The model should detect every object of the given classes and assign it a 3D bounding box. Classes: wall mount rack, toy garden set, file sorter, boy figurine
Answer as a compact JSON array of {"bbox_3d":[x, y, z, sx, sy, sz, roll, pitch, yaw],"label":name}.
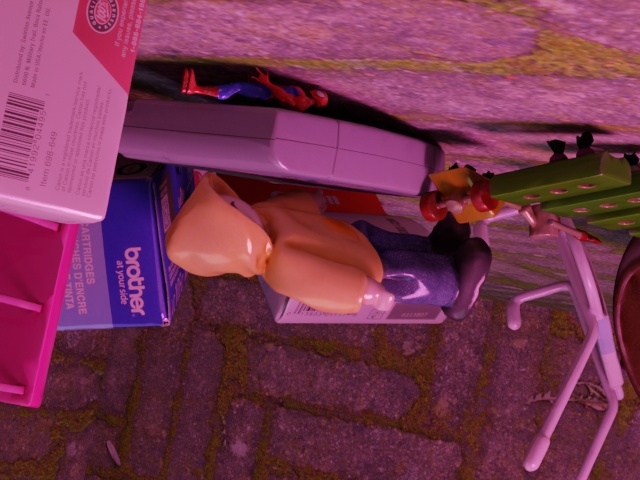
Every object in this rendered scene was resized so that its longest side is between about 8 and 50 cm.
[{"bbox_3d":[0.263,0.134,1.471,0.131,0.304,0.350,-18,146,9],"label":"wall mount rack"},{"bbox_3d":[0.229,-0.041,1.169,0.244,0.049,0.204,12,164,-43],"label":"toy garden set"},{"bbox_3d":[-0.317,-0.036,1.039,0.202,0.290,0.182,9,172,17],"label":"file sorter"},{"bbox_3d":[0.000,0.000,1.183,0.285,0.092,0.177,12,-152,-24],"label":"boy figurine"}]

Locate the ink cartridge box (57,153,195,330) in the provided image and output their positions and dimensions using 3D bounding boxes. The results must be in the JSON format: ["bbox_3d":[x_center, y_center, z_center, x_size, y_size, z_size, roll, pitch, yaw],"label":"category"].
[{"bbox_3d":[-0.269,-0.014,1.311,0.396,0.151,0.270,-4,-165,3],"label":"ink cartridge box"}]

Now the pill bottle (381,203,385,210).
[{"bbox_3d":[0.005,-0.019,1.778,0.152,0.086,0.086,9,175,13],"label":"pill bottle"}]

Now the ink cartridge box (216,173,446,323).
[{"bbox_3d":[0.011,-0.017,1.331,0.189,0.232,0.066,2,138,-29],"label":"ink cartridge box"}]

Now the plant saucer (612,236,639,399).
[{"bbox_3d":[0.395,0.120,1.376,0.050,0.310,0.310,-22,-173,-20],"label":"plant saucer"}]

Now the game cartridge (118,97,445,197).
[{"bbox_3d":[-0.019,-0.076,1.171,0.198,0.062,0.297,12,-177,31],"label":"game cartridge"}]

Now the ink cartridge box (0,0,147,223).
[{"bbox_3d":[-0.221,-0.107,0.747,0.218,0.158,0.092,14,174,-36],"label":"ink cartridge box"}]

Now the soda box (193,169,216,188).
[{"bbox_3d":[-0.224,-0.073,1.558,0.263,0.092,0.083,7,175,34],"label":"soda box"}]

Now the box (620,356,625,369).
[{"bbox_3d":[0.475,0.085,1.524,0.167,0.168,0.203,11,175,-21],"label":"box"}]

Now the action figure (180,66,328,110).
[{"bbox_3d":[-0.049,-0.118,1.047,0.115,0.030,0.038,9,180,-18],"label":"action figure"}]
